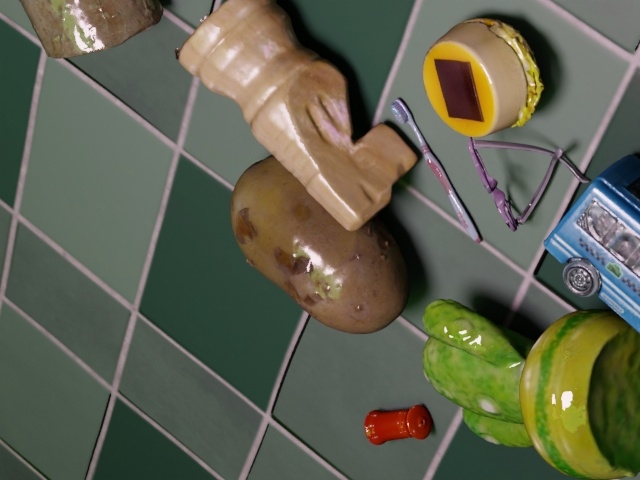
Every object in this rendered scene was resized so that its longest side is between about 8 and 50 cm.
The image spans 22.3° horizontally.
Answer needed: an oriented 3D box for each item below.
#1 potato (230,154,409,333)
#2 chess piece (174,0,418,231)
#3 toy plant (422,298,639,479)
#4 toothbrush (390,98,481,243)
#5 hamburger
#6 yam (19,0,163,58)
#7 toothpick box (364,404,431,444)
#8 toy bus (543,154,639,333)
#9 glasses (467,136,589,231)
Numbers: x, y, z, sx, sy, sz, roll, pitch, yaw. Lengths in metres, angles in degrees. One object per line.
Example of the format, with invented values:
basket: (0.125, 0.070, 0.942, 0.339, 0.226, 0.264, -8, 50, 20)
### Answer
potato: (0.000, 0.000, 1.943, 0.262, 0.165, 0.165, 41, 136, 21)
chess piece: (-0.023, -0.149, 1.878, 0.301, 0.137, 0.137, 49, 137, 7)
toy plant: (0.232, 0.160, 1.838, 0.316, 0.184, 0.224, 2, 136, 52)
toothbrush: (0.134, -0.079, 1.871, 0.013, 0.019, 0.193, -24, 100, 46)
hamburger: (0.177, -0.174, 1.726, 0.141, 0.081, 0.127, -13, 105, 58)
yam: (-0.315, -0.357, 1.988, 0.161, 0.161, 0.268, -16, 105, 46)
toothpick box: (0.101, 0.237, 2.081, 0.083, 0.047, 0.047, -13, 107, 44)
toy bus: (0.363, 0.034, 1.671, 0.246, 0.113, 0.134, 42, 130, 15)
glasses: (0.230, -0.077, 1.765, 0.103, 0.062, 0.140, -26, 131, 14)
